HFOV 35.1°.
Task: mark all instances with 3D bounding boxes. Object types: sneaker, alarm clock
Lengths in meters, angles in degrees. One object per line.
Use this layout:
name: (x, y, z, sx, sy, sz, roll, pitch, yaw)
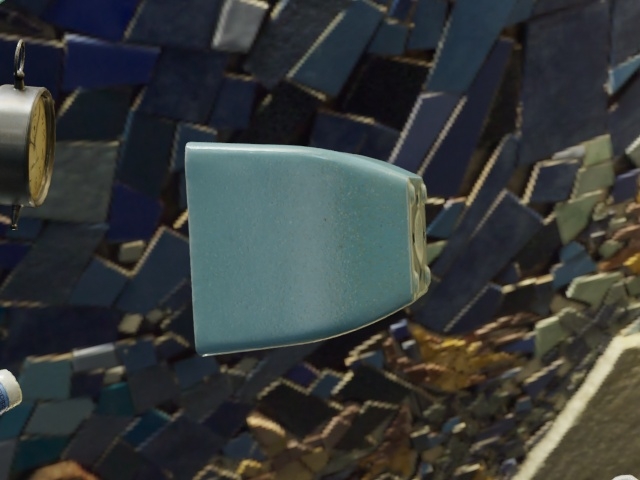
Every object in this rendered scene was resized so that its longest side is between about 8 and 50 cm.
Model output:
sneaker: (-0.378, 0.182, 1.051, 0.152, 0.084, 0.058, -25, 91, 47)
alarm clock: (-0.323, -0.119, 1.077, 0.129, 0.064, 0.192, -93, 12, -67)

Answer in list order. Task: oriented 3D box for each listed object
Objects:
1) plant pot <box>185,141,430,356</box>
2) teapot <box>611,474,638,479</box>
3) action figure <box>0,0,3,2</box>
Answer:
plant pot: (0.000, 0.000, 1.232, 0.247, 0.252, 0.248, -11, -82, -76)
teapot: (0.173, 0.341, 0.725, 0.256, 0.252, 0.187, 61, 177, 15)
action figure: (-0.332, -0.184, 0.798, 0.137, 0.232, 0.063, 40, 169, 7)
